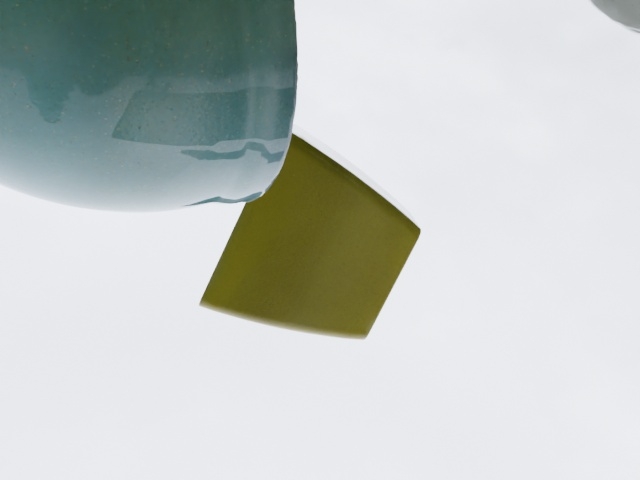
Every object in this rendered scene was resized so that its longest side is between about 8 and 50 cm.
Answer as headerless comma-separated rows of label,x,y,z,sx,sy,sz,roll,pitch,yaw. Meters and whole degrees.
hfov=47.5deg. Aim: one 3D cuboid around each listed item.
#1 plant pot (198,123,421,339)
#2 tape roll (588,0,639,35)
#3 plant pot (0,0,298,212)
plant pot,0.000,0.000,0.862,0.187,0.212,0.212,26,-170,-2
tape roll,0.250,-0.257,0.401,0.286,0.286,0.100,8,-137,-13
plant pot,-0.170,-0.144,0.468,0.196,0.293,0.293,-17,-129,-27
